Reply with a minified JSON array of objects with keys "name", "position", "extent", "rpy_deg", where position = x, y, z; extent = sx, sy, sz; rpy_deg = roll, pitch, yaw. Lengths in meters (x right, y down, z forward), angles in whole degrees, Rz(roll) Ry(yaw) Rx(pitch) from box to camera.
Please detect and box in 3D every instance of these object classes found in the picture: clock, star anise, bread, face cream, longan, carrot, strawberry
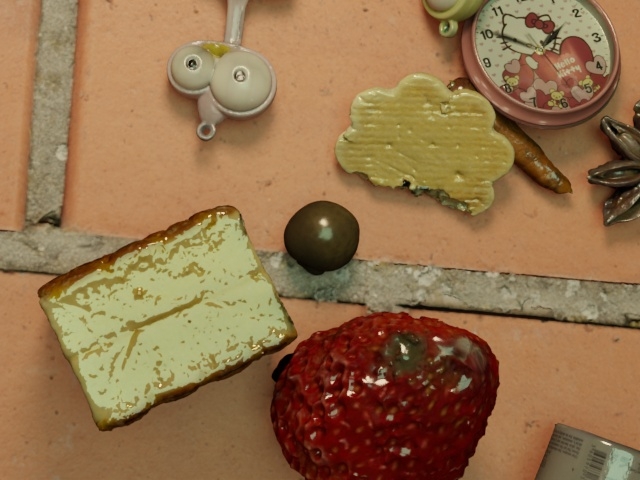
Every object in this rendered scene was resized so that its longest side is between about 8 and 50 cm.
[{"name":"clock","position":[0.321,-0.274,1.805],"extent":[0.244,0.056,0.244],"rpy_deg":[3,72,-8]},{"name":"star anise","position":[0.487,-0.123,1.837],"extent":[0.212,0.073,0.197],"rpy_deg":[-4,93,-12]},{"name":"bread","position":[-0.203,0.093,1.628],"extent":[0.279,0.279,0.207],"rpy_deg":[-25,95,-6]},{"name":"face cream","position":[0.393,0.355,1.759],"extent":[0.177,0.177,0.153],"rpy_deg":[22,84,-8]},{"name":"longan","position":[0.000,0.000,1.752],"extent":[0.106,0.106,0.119],"rpy_deg":[13,129,-8]},{"name":"carrot","position":[0.275,-0.148,1.814],"extent":[0.248,0.059,0.059],"rpy_deg":[41,83,-10]},{"name":"strawberry","position":[0.090,0.231,1.654],"extent":[0.291,0.310,0.292],"rpy_deg":[0,89,-14]},{"name":"bread","position":[0.155,-0.144,1.770],"extent":[0.250,0.039,0.182],"rpy_deg":[18,108,-8]}]

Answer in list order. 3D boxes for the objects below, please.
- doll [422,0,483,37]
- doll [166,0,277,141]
[{"name":"doll","position":[0.191,-0.438,1.765],"extent":[0.117,0.141,0.296],"rpy_deg":[12,84,-44]},{"name":"doll","position":[-0.121,-0.316,1.737],"extent":[0.160,0.094,0.365],"rpy_deg":[12,86,-5]}]
